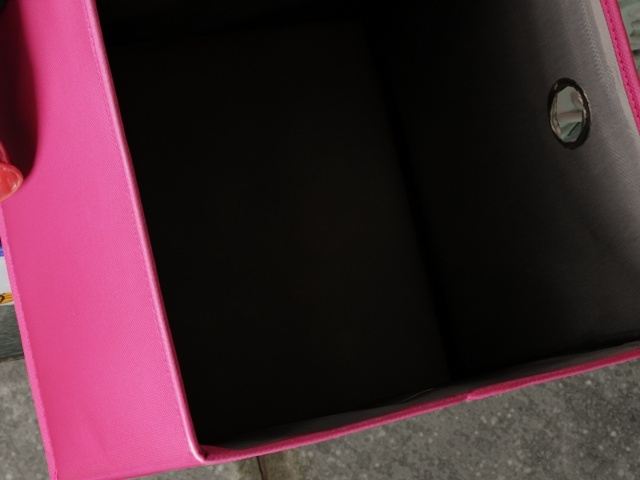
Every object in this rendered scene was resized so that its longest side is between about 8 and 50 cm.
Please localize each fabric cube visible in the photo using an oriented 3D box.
[{"bbox_3d":[-0.011,-0.026,0.802,0.259,0.254,0.258,-11,172,-23],"label":"fabric cube"}]

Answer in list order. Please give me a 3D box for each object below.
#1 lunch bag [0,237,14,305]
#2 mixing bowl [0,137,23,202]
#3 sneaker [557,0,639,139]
[{"bbox_3d":[-0.172,-0.032,1.031,0.303,0.115,0.243,-10,170,-34],"label":"lunch bag"},{"bbox_3d":[-0.241,-0.057,0.757,0.181,0.098,0.181,-13,172,-2],"label":"mixing bowl"},{"bbox_3d":[0.154,-0.126,0.895,0.110,0.118,0.292,-6,168,-37],"label":"sneaker"}]
